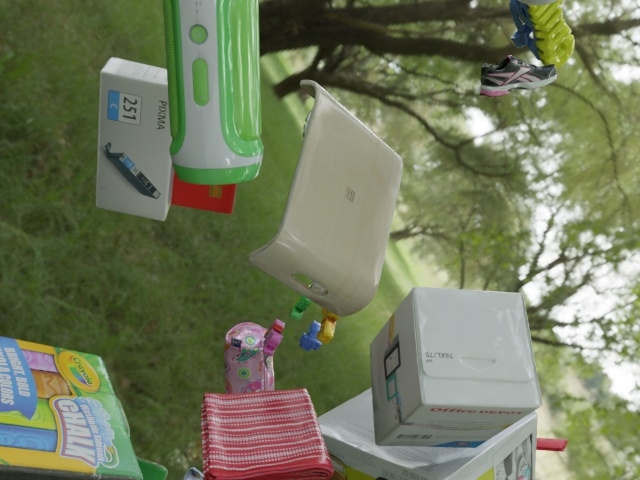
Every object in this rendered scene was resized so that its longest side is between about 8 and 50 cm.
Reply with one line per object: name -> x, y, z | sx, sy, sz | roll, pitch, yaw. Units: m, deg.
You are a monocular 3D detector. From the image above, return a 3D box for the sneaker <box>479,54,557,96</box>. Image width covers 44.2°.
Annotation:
sneaker -> 0.427, -0.364, 1.701 | 0.072, 0.178, 0.077 | -136, -147, -67

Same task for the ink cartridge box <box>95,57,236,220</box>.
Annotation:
ink cartridge box -> -0.278, -0.170, 1.467 | 0.066, 0.261, 0.296 | -85, -173, -53

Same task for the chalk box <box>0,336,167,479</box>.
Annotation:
chalk box -> -0.287, 0.210, 0.718 | 0.288, 0.180, 0.179 | 21, 19, -38

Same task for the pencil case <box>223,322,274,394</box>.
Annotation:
pencil case -> -0.166, 0.339, 1.883 | 0.124, 0.124, 0.284 | -109, -161, -67

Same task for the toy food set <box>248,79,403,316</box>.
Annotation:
toy food set -> 0.010, -0.064, 1.200 | 0.219, 0.092, 0.306 | 35, 58, -40

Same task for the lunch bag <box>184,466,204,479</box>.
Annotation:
lunch bag -> -0.236, 0.497, 1.564 | 0.071, 0.053, 0.083 | 64, 8, -51

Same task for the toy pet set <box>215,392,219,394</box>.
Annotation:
toy pet set -> -0.155, 0.359, 1.486 | 0.114, 0.065, 0.122 | 47, -18, -29

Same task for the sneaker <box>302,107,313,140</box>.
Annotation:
sneaker -> 0.021, -0.157, 1.448 | 0.081, 0.094, 0.209 | 15, 78, -57

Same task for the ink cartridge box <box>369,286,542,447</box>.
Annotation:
ink cartridge box -> 0.215, 0.224, 1.338 | 0.270, 0.198, 0.197 | 115, -24, -60

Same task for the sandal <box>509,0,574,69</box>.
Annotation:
sandal -> 0.483, -0.532, 1.800 | 0.138, 0.126, 0.317 | 36, -21, 41

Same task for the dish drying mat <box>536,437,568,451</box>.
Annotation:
dish drying mat -> 0.463, 0.417, 1.614 | 0.032, 0.083, 0.008 | -47, 116, -41

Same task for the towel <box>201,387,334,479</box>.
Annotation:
towel -> -0.096, 0.315, 1.296 | 0.275, 0.198, 0.031 | -120, -150, -71

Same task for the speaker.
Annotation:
speaker -> -0.136, -0.226, 0.997 | 0.131, 0.131, 0.297 | -105, -166, -72

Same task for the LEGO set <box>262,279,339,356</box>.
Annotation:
LEGO set -> -0.017, 0.147, 1.389 | 0.087, 0.227, 0.093 | 30, 34, -11

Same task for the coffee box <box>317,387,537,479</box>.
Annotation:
coffee box -> 0.204, 0.509, 1.603 | 0.337, 0.338, 0.335 | 12, -69, 42

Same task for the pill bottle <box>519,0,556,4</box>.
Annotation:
pill bottle -> 0.404, -0.545, 1.452 | 0.108, 0.108, 0.194 | -116, -174, -46
